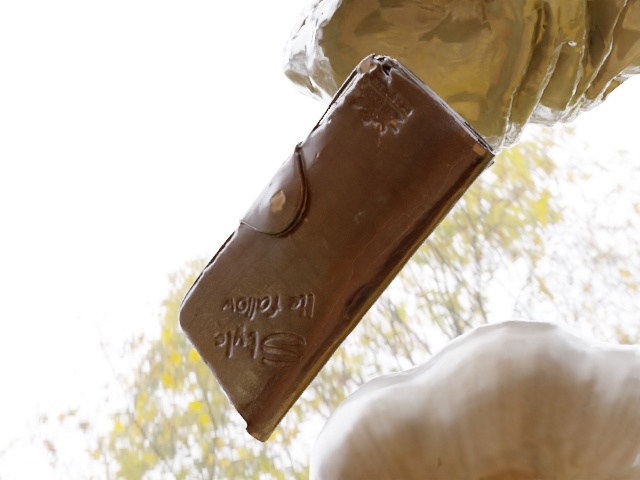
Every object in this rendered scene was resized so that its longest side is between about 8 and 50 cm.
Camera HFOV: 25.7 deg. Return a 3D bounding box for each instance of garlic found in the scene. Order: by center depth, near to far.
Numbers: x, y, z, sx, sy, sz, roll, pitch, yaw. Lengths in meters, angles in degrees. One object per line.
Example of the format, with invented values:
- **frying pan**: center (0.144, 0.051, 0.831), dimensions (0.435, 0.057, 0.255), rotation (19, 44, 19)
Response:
- **garlic**: center (0.095, 0.141, 0.537), dimensions (0.228, 0.152, 0.227), rotation (0, -89, 16)

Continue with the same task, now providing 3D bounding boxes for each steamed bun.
- **steamed bun**: center (0.142, -0.206, 0.984), dimensions (0.219, 0.324, 0.310), rotation (34, -39, -11)

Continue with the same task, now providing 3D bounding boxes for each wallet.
- **wallet**: center (0.000, 0.000, 0.670), dimensions (0.026, 0.095, 0.176), rotation (19, -66, -49)
